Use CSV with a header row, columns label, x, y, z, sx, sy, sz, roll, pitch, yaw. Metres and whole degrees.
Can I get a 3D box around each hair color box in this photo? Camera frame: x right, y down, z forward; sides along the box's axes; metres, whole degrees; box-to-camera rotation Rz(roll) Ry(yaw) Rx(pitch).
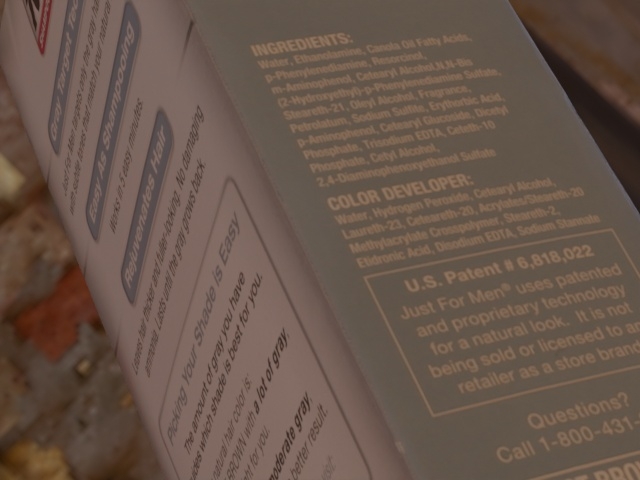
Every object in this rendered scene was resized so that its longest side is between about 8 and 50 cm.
label,x,y,z,sx,sy,sz,roll,pitch,yaw
hair color box,0.000,0.000,0.600,0.114,0.374,0.185,-11,146,-24
